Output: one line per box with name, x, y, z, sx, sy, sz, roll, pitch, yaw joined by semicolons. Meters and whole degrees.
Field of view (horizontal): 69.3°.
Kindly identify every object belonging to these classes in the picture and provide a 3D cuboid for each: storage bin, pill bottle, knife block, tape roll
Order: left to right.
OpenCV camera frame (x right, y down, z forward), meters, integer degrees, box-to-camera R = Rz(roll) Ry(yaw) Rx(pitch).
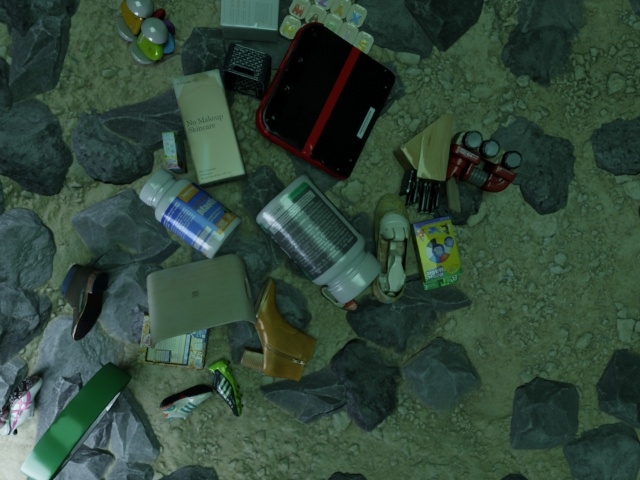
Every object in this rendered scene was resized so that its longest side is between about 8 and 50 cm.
tape roll;-0.641;0.482;1.236;0.077;0.321;0.321;36;86;-5
pill bottle;-0.380;-0.083;1.349;0.272;0.152;0.152;38;86;-6
storage bin;-0.213;-0.489;1.353;0.121;0.180;0.085;16;87;-6
pill bottle;0.000;0.000;1.368;0.204;0.204;0.361;-43;94;-5
knife block;0.358;-0.229;1.467;0.275;0.088;0.242;-38;95;-5

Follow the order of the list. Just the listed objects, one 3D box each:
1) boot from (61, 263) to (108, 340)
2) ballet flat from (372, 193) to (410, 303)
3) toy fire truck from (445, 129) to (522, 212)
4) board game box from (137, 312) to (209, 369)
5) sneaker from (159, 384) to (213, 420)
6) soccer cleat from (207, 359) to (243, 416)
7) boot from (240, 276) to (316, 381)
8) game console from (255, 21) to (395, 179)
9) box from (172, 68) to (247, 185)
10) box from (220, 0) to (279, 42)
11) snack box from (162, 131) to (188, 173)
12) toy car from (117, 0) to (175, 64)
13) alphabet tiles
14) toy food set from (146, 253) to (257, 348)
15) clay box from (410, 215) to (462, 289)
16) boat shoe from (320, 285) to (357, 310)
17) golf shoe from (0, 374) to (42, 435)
boot;-0.709;0.177;1.365;0.106;0.082;0.220;21;92;16
ballet flat;0.226;0.025;1.439;0.123;0.123;0.349;5;89;-7
toy fire truck;0.487;-0.198;1.462;0.216;0.158;0.247;25;99;-7
board game box;-0.439;0.304;1.397;0.193;0.045;0.147;9;89;-6
sneaker;-0.398;0.496;1.405;0.161;0.057;0.076;-18;109;-8
soccer cleat;-0.289;0.454;1.413;0.072;0.060;0.179;-21;86;2
boot;-0.109;0.274;1.417;0.211;0.104;0.296;15;93;-12
game console;0.017;-0.428;1.417;0.341;0.060;0.387;27;86;-19
box;-0.323;-0.324;1.371;0.147;0.121;0.312;-16;92;-6
box;-0.210;-0.685;1.398;0.170;0.091;0.130;3;89;-6
snack box;-0.422;-0.252;1.350;0.037;0.141;0.101;-9;91;-6
toy car;-0.495;-0.619;1.354;0.136;0.159;0.182;-32;94;-42
alphabet tiles;0.021;-0.646;1.460;0.283;0.021;0.278;27;88;-6
toy food set;-0.355;0.179;1.360;0.305;0.092;0.220;-14;59;-5
clay box;0.373;0.041;1.486;0.127;0.053;0.222;-14;91;-6
boat shoe;0.059;0.183;1.456;0.137;0.043;0.049;32;85;-7
golf shoe;-0.866;0.478;1.348;0.086;0.067;0.186;42;80;-37
